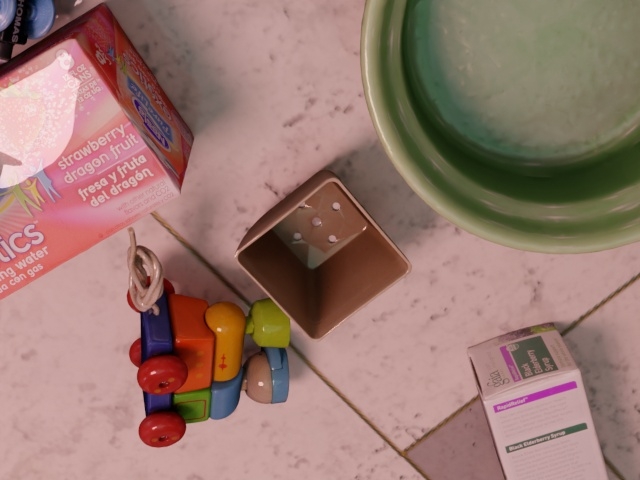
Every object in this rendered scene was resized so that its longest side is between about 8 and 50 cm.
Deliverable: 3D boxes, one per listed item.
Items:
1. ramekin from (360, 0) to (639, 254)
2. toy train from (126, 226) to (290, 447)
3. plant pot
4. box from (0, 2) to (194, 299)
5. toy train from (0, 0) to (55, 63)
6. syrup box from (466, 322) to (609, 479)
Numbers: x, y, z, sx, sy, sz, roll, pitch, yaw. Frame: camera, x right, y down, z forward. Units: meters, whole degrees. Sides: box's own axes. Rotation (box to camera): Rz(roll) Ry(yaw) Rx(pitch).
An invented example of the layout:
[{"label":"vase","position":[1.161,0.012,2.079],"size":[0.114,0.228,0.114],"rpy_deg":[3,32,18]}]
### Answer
[{"label":"ramekin","position":[0.182,-0.155,0.757],"size":[0.303,0.148,0.304],"rpy_deg":[1,108,2]},{"label":"toy train","position":[-0.090,0.072,0.844],"size":[0.143,0.105,0.248],"rpy_deg":[-5,140,-14]},{"label":"plant pot","position":[0.000,0.000,0.855],"size":[0.109,0.096,0.109],"rpy_deg":[-38,110,12]},{"label":"box","position":[-0.266,-0.044,0.791],"size":[0.299,0.154,0.142],"rpy_deg":[-29,112,9]},{"label":"toy train","position":[-0.253,-0.229,0.743],"size":[0.105,0.080,0.184],"rpy_deg":[14,99,14]},{"label":"syrup box","position":[0.221,0.210,0.960],"size":[0.096,0.093,0.237],"rpy_deg":[-17,113,4]}]
